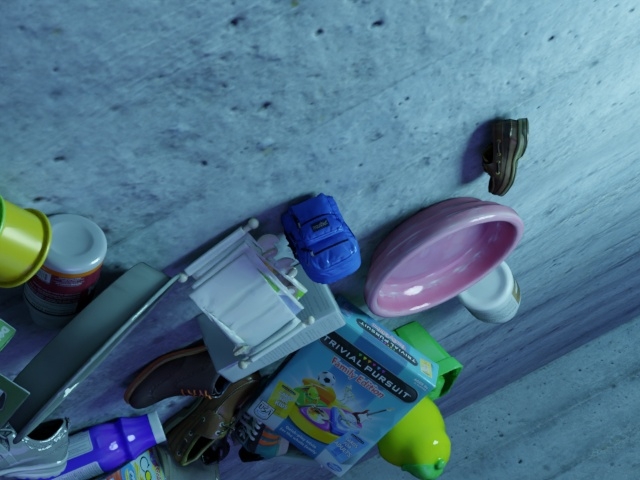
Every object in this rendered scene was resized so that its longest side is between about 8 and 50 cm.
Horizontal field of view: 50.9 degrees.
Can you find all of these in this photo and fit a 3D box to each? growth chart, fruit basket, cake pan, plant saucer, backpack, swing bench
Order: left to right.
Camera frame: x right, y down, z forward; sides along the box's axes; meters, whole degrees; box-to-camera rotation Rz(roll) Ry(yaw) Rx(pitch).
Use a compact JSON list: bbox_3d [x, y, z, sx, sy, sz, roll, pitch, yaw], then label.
[{"bbox_3d":[-0.306,0.136,0.887,0.293,0.054,0.293,-45,-175,5],"label":"cake pan"},{"bbox_3d":[-0.412,0.652,1.710,0.255,0.165,0.253,-33,152,10],"label":"swing bench"},{"bbox_3d":[-0.106,0.087,1.044,0.172,0.021,0.237,-30,123,1],"label":"growth chart"},{"bbox_3d":[0.000,0.000,1.003,0.098,0.120,0.101,-26,153,-2],"label":"backpack"},{"bbox_3d":[0.185,0.420,1.631,0.392,0.391,0.282,-21,152,-13],"label":"fruit basket"},{"bbox_3d":[0.225,0.027,1.292,0.332,0.084,0.332,-21,151,-12],"label":"plant saucer"}]

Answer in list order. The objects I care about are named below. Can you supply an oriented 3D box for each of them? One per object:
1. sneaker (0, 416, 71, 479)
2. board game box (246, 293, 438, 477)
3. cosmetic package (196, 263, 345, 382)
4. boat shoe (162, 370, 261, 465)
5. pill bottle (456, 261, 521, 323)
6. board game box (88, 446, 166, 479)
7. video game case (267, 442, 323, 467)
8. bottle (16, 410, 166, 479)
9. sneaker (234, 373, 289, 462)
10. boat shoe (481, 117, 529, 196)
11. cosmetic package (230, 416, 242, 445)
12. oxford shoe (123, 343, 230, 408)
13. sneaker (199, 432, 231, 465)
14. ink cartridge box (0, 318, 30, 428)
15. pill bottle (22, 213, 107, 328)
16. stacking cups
[{"bbox_3d":[-0.568,0.346,1.153,0.281,0.105,0.115,9,106,-46],"label":"sneaker"},{"bbox_3d":[0.040,0.311,1.404,0.336,0.254,0.079,-52,-176,28],"label":"board game box"},{"bbox_3d":[-0.085,0.140,1.174,0.231,0.117,0.085,-27,151,2],"label":"cosmetic package"},{"bbox_3d":[-0.225,0.389,1.487,0.111,0.104,0.307,11,133,-48],"label":"boat shoe"},{"bbox_3d":[0.391,0.121,1.550,0.131,0.131,0.229,-33,152,10],"label":"pill bottle"},{"bbox_3d":[-0.442,0.559,1.433,0.145,0.142,0.275,-21,175,5],"label":"board game box"},{"bbox_3d":[-0.056,0.538,1.787,0.213,0.023,0.193,-1,-169,23],"label":"video game case"},{"bbox_3d":[-0.459,0.427,1.357,0.283,0.092,0.118,-19,157,-16],"label":"bottle"},{"bbox_3d":[-0.142,0.440,1.605,0.121,0.108,0.302,-17,136,-23],"label":"sneaker"},{"bbox_3d":[0.295,-0.138,1.107,0.060,0.064,0.178,4,149,5],"label":"boat shoe"},{"bbox_3d":[-0.178,0.485,1.745,0.115,0.060,0.041,-10,147,-27],"label":"cosmetic package"},{"bbox_3d":[-0.239,0.257,1.254,0.272,0.098,0.097,-29,153,2],"label":"oxford shoe"},{"bbox_3d":[-0.265,0.505,1.638,0.078,0.106,0.234,20,141,3],"label":"sneaker"},{"bbox_3d":[-0.421,0.119,0.759,0.209,0.062,0.109,39,120,-12],"label":"ink cartridge box"},{"bbox_3d":[-0.319,0.044,0.830,0.086,0.086,0.152,-7,147,-34],"label":"pill bottle"},{"bbox_3d":[-0.397,-0.051,0.615,0.096,0.096,0.316,-32,147,9],"label":"stacking cups"}]
